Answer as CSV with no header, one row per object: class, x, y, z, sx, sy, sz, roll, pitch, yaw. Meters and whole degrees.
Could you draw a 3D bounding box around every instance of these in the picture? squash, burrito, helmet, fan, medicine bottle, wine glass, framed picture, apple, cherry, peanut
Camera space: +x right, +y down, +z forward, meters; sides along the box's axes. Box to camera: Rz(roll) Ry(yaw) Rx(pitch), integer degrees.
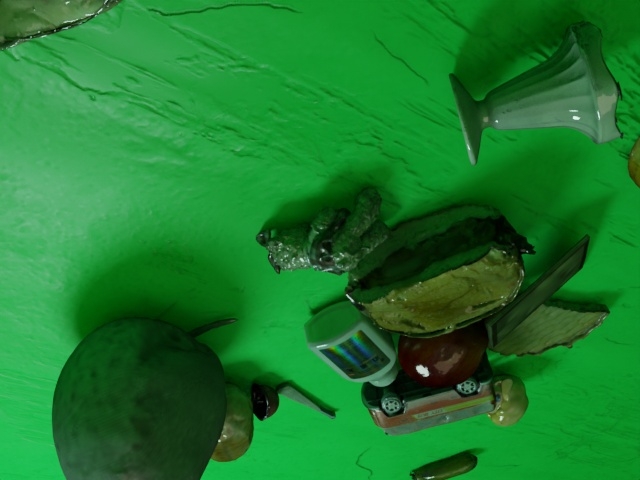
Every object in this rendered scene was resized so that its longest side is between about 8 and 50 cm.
squash,0.315,0.586,2.012,0.183,0.052,0.052,-21,139,15
burrito,-0.292,-0.266,0.864,0.229,0.063,0.058,-15,150,7
helmet,-0.108,0.321,1.595,0.049,0.065,0.084,-14,127,-34
fan,-0.027,0.344,1.672,0.038,0.016,0.193,-28,136,23
medicine bottle,0.072,0.204,1.481,0.121,0.083,0.229,-28,138,14
wine glass,0.277,-0.187,1.029,0.196,0.165,0.165,-12,140,11
framed picture,0.380,0.095,1.376,0.231,0.010,0.173,-40,156,-4
apple,0.232,0.194,1.466,0.156,0.147,0.158,28,128,-11
cherry,-0.305,0.295,1.332,0.291,0.335,0.326,-1,117,12
peanut,-0.196,0.372,1.582,0.129,0.129,0.224,-6,140,-7

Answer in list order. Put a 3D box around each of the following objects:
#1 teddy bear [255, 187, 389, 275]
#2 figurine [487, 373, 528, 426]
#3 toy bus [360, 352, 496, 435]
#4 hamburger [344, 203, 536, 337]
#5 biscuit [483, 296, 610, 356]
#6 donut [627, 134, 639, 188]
teddy bear,0.009,0.012,1.222,0.213,0.111,0.133,-19,136,7
figurine,0.353,0.327,1.682,0.196,0.108,0.114,19,102,-22
toy bus,0.221,0.310,1.587,0.265,0.121,0.120,-17,117,8
hamburger,0.209,0.063,1.312,0.308,0.132,0.211,-25,139,15
biscuit,0.419,0.173,1.564,0.273,0.036,0.187,9,136,-23
donut,0.580,-0.121,1.232,0.174,0.075,0.190,-31,136,22
